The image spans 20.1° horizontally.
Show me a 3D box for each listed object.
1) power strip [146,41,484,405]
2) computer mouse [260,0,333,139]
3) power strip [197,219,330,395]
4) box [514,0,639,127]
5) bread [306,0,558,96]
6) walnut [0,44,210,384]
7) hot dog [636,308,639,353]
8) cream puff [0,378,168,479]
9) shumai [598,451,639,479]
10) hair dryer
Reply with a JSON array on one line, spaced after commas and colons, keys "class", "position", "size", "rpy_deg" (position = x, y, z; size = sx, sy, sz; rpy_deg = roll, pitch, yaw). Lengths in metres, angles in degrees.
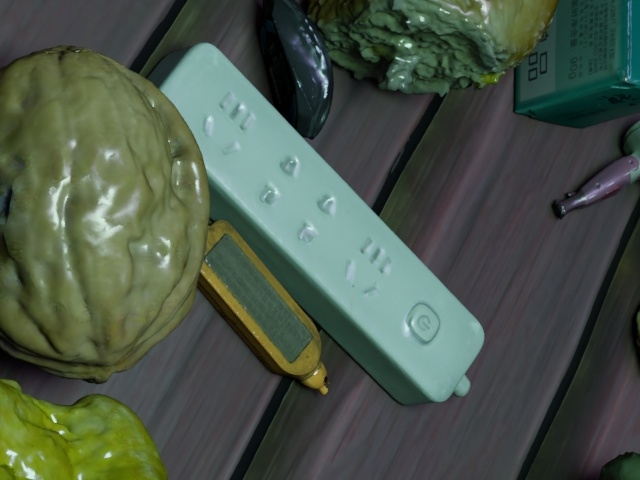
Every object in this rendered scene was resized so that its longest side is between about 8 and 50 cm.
[{"class": "power strip", "position": [0.000, 0.000, 1.480], "size": [0.385, 0.062, 0.091], "rpy_deg": [45, 63, -20]}, {"class": "computer mouse", "position": [-0.017, -0.149, 1.483], "size": [0.047, 0.079, 0.135], "rpy_deg": [-14, 80, -17]}, {"class": "power strip", "position": [-0.049, 0.058, 1.456], "size": [0.178, 0.028, 0.049], "rpy_deg": [51, 58, -17]}, {"class": "box", "position": [0.259, -0.238, 1.647], "size": [0.092, 0.153, 0.245], "rpy_deg": [10, 78, -33]}, {"class": "bread", "position": [0.109, -0.227, 1.516], "size": [0.176, 0.195, 0.246], "rpy_deg": [28, 68, -21]}, {"class": "walnut", "position": [-0.176, -0.022, 1.280], "size": [0.198, 0.198, 0.245], "rpy_deg": [1, 76, -35]}, {"class": "hot dog", "position": [0.343, 0.057, 1.711], "size": [0.078, 0.061, 0.169], "rpy_deg": [25, 82, 8]}, {"class": "cream puff", "position": [-0.191, 0.243, 1.133], "size": [0.274, 0.270, 0.323], "rpy_deg": [-20, 128, -26]}, {"class": "shumai", "position": [0.339, 0.396, 1.529], "size": [0.397, 0.324, 0.323], "rpy_deg": [41, 76, -17]}, {"class": "hair dryer", "position": [0.286, -0.050, 1.692], "size": [0.154, 0.054, 0.106], "rpy_deg": [-19, 59, -15]}]
